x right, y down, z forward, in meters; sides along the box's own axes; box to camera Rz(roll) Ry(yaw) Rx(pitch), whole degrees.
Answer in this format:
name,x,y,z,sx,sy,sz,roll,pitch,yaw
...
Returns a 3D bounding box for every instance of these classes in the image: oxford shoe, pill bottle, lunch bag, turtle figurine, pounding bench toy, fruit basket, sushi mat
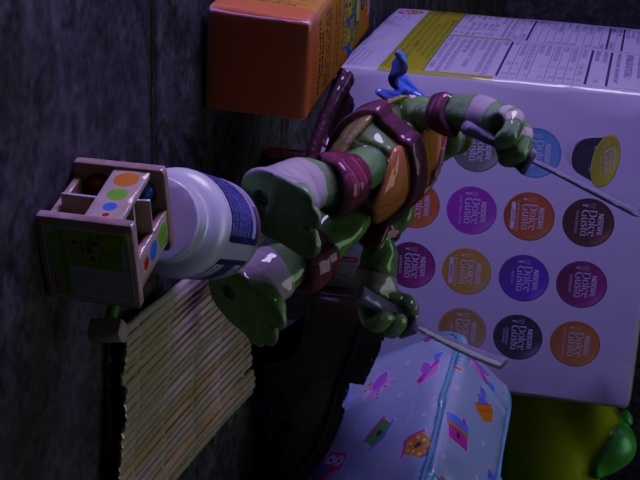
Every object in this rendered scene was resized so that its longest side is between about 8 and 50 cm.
name,x,y,z,sx,sy,sz,roll,pitch,yaw
oxford shoe,-0.018,0.125,1.211,0.083,0.096,0.227,-82,-168,-58
pill bottle,-0.081,-0.010,0.839,0.120,0.067,0.067,12,85,-79
lunch bag,0.050,0.221,1.271,0.108,0.224,0.279,52,34,-21
turtle figurine,0.071,-0.005,0.987,0.266,0.198,0.274,-27,92,-42
pounding bench toy,-0.111,0.006,0.737,0.065,0.052,0.083,-68,161,-53
fruit basket,0.267,0.331,2.000,0.392,0.392,0.283,-67,160,-55
sushi mat,-0.090,0.091,0.976,0.316,0.019,0.151,-44,138,-72

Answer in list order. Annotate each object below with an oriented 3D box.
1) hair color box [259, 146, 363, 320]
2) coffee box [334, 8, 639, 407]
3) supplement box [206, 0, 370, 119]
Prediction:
name,x,y,z,sx,sy,sz,roll,pitch,yaw
hair color box,0.000,0.000,1.178,0.167,0.093,0.053,84,16,-49
coffee box,0.204,-0.053,1.536,0.338,0.334,0.337,-55,150,-67
supplement box,-0.018,-0.167,1.036,0.233,0.080,0.078,-66,162,-62
